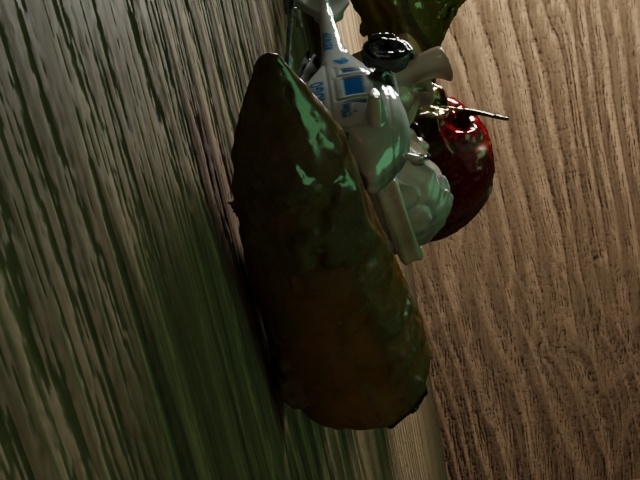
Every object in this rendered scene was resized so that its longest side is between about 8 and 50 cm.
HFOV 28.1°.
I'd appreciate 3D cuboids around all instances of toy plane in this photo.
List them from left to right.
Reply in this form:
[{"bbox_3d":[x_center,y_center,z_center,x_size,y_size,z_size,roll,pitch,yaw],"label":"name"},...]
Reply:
[{"bbox_3d":[0.018,-0.117,0.985,0.273,0.107,0.182,-95,180,-69],"label":"toy plane"}]

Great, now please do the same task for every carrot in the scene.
[{"bbox_3d":[0.000,0.000,0.702,0.263,0.102,0.102,73,10,-47],"label":"carrot"}]

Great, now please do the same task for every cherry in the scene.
[{"bbox_3d":[0.125,-0.086,1.589,0.175,0.192,0.249,-54,158,-27],"label":"cherry"}]

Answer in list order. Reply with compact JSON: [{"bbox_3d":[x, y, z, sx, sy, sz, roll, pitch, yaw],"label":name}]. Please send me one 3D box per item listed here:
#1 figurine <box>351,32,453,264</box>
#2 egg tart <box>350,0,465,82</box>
[{"bbox_3d":[0.073,-0.078,1.252,0.162,0.141,0.237,65,17,-53],"label":"figurine"},{"bbox_3d":[0.082,-0.392,1.436,0.443,0.178,0.443,-21,90,-82],"label":"egg tart"}]
